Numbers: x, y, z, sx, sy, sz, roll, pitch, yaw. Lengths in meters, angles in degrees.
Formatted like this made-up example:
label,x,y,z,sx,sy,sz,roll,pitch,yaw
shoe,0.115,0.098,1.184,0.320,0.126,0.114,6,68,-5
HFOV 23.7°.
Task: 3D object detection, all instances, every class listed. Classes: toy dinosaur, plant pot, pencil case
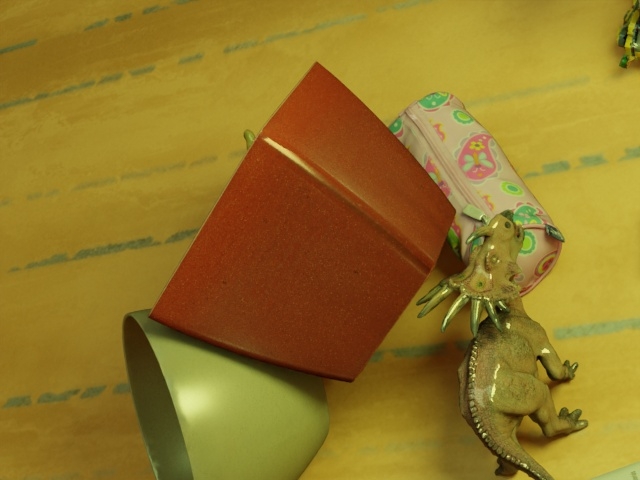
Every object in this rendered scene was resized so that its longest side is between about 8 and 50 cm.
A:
label,x,y,z,sx,sy,sz,roll,pitch,yaw
toy dinosaur,0.189,0.137,1.650,0.127,0.200,0.296,-18,53,24
plant pot,-0.101,0.197,1.799,0.191,0.284,0.284,-16,45,-18
plant pot,0.000,0.000,1.725,0.267,0.235,0.267,-56,2,26
pencil case,0.181,-0.058,1.837,0.124,0.124,0.284,-37,47,9

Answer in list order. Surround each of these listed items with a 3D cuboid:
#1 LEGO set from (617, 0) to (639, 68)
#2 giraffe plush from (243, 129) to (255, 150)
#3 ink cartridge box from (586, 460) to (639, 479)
label,x,y,z,sx,sy,sz,roll,pitch,yaw
LEGO set,0.374,-0.385,1.824,0.192,0.255,0.331,17,79,23
giraffe plush,-0.018,-0.083,1.955,0.181,0.170,0.210,15,71,40
ink cartridge box,0.172,0.409,1.369,0.395,0.285,0.166,-22,6,8
